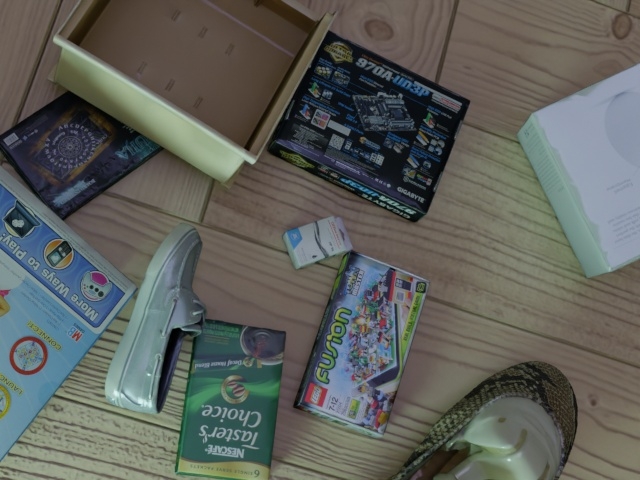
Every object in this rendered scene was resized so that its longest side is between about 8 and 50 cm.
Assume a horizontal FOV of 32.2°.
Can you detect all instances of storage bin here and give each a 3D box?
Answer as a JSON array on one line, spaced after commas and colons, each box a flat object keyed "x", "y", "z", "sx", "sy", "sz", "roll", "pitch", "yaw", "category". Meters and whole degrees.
[{"x": -0.150, "y": -0.243, "z": 1.346, "sx": 0.262, "sy": 0.123, "sz": 0.260, "roll": 31, "pitch": 65, "yaw": -8, "category": "storage bin"}]

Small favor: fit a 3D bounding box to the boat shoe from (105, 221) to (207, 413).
[{"x": -0.173, "y": 0.094, "z": 1.291, "sx": 0.081, "sy": 0.079, "sz": 0.228, "roll": 18, "pitch": 80, "yaw": 12, "category": "boat shoe"}]

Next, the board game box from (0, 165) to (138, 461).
[{"x": -0.408, "y": 0.069, "z": 1.187, "sx": 0.308, "sy": 0.086, "sz": 0.302, "roll": 46, "pitch": 69, "yaw": -24, "category": "board game box"}]

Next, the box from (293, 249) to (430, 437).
[{"x": 0.053, "y": 0.128, "z": 1.373, "sx": 0.114, "sy": 0.036, "sz": 0.207, "roll": 21, "pitch": 73, "yaw": -9, "category": "box"}]

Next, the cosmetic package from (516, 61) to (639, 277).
[{"x": 0.411, "y": -0.099, "z": 1.441, "sx": 0.224, "sy": 0.138, "sz": 0.225, "roll": -25, "pitch": 83, "yaw": -1, "category": "cosmetic package"}]

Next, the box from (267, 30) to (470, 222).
[{"x": 0.065, "y": -0.148, "z": 1.434, "sx": 0.220, "sy": 0.051, "sz": 0.175, "roll": 25, "pitch": 72, "yaw": -8, "category": "box"}]

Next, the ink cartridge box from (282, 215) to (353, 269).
[{"x": 0.000, "y": 0.000, "z": 1.394, "sx": 0.083, "sy": 0.028, "sz": 0.048, "roll": -19, "pitch": 83, "yaw": -18, "category": "ink cartridge box"}]

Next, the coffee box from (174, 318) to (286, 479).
[{"x": -0.105, "y": 0.191, "z": 1.315, "sx": 0.113, "sy": 0.040, "sz": 0.184, "roll": 11, "pitch": 74, "yaw": -12, "category": "coffee box"}]

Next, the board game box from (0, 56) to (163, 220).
[{"x": -0.282, "y": -0.123, "z": 1.352, "sx": 0.186, "sy": 0.026, "sz": 0.126, "roll": -38, "pitch": 89, "yaw": -20, "category": "board game box"}]

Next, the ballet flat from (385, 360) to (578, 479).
[{"x": 0.154, "y": 0.304, "z": 1.281, "sx": 0.482, "sy": 0.182, "sz": 0.164, "roll": -35, "pitch": 87, "yaw": -19, "category": "ballet flat"}]
